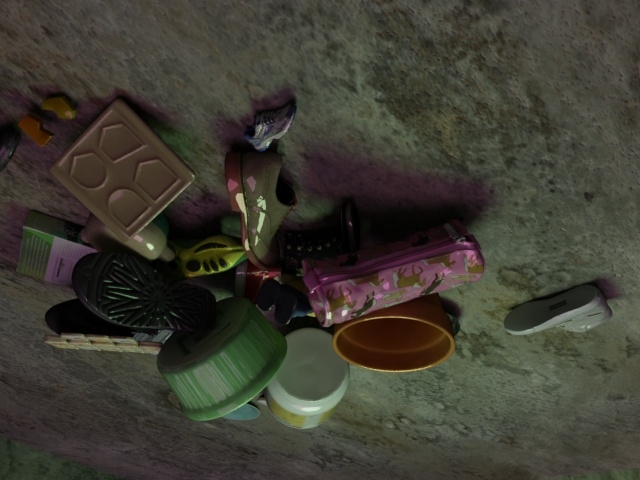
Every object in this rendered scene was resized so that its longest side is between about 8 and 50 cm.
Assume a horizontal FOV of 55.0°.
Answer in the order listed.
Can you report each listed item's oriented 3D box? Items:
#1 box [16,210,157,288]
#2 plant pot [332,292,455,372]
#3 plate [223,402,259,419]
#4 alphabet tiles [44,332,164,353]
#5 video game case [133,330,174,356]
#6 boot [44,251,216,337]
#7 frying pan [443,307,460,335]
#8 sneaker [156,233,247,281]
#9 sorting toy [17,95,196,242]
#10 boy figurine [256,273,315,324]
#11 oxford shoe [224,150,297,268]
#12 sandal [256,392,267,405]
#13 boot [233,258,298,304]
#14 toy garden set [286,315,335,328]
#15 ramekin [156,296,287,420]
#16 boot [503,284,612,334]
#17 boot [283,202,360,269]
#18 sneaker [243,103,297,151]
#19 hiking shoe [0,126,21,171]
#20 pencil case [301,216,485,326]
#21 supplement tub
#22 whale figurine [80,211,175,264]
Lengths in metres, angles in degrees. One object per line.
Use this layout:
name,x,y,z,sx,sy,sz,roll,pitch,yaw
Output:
box,-0.601,0.055,1.587,0.322,0.058,0.232,19,141,-19
plant pot,0.181,0.175,1.526,0.291,0.203,0.290,4,143,3
plate,-0.326,0.645,2.362,0.188,0.024,0.188,4,144,3
alphabet tiles,-0.542,0.267,1.570,0.285,0.021,0.278,4,164,-7
video game case,-0.594,0.277,1.906,0.274,0.026,0.196,26,138,-24
boot,-0.529,0.153,1.483,0.446,0.146,0.367,-8,153,40
frying pan,0.249,0.259,1.756,0.197,0.053,0.326,27,140,-27
sneaker,-0.284,0.041,1.472,0.296,0.109,0.124,-3,-178,37
sorting toy,-0.425,-0.169,1.217,0.229,0.041,0.307,-39,104,18
boy figurine,-0.024,0.132,1.476,0.285,0.177,0.092,-8,128,-58
oxford shoe,-0.112,-0.053,1.332,0.130,0.122,0.348,-7,145,2
sandal,-0.164,0.562,2.201,0.102,0.076,0.265,19,164,5
boot,-0.139,0.141,1.623,0.177,0.088,0.244,8,140,-6
toy garden set,0.017,0.199,1.706,0.245,0.049,0.203,6,143,-1
ramekin,-0.247,0.272,1.498,0.304,0.303,0.148,-19,114,28
boot,0.621,0.209,1.605,0.258,0.095,0.123,-25,127,33
boot,0.000,0.002,1.419,0.179,0.085,0.236,4,143,7
sneaker,-0.098,-0.219,1.165,0.058,0.052,0.135,33,135,-26
hiking shoe,-0.711,-0.188,1.251,0.227,0.086,0.114,-17,141,28
pencil case,0.151,0.066,1.323,0.387,0.160,0.167,-16,116,-10
supplement tub,-0.043,0.400,1.785,0.241,0.240,0.331,7,153,-3
whale figurine,-0.435,-0.009,1.417,0.217,0.141,0.272,14,148,-5
